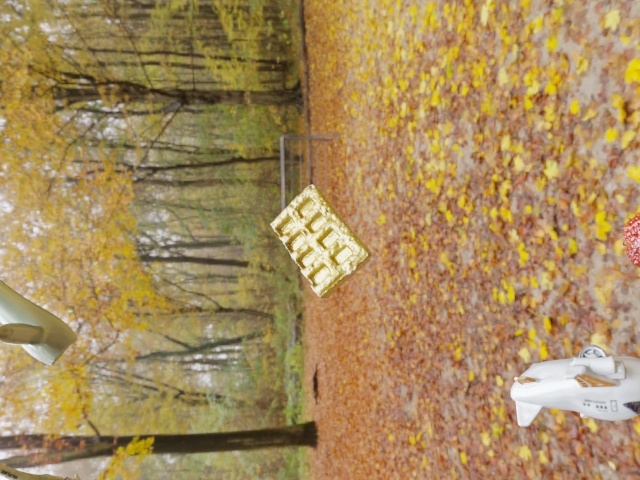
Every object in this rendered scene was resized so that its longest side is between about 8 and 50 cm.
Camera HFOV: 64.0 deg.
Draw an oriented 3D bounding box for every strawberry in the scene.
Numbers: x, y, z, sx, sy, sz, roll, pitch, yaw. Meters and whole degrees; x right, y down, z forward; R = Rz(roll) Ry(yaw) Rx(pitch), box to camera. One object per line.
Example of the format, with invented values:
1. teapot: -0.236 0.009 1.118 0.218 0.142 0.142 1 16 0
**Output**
1. strawberry: 0.646 0.007 0.975 0.148 0.131 0.131 -37 -45 -54

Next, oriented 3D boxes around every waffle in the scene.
1. waffle: 0.000 0.000 1.308 0.274 0.168 0.057 54 -166 30

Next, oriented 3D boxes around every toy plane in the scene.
1. toy plane: 0.462 0.264 0.900 0.244 0.245 0.117 97 180 -57
2. toy plane: -0.534 0.450 0.949 0.108 0.286 0.092 -41 25 17

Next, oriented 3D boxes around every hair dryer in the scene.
1. hair dryer: -0.516 0.126 0.831 0.075 0.206 0.237 -50 6 -12
